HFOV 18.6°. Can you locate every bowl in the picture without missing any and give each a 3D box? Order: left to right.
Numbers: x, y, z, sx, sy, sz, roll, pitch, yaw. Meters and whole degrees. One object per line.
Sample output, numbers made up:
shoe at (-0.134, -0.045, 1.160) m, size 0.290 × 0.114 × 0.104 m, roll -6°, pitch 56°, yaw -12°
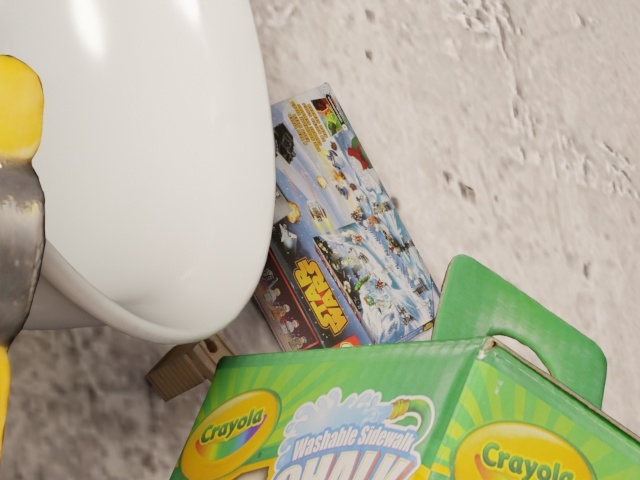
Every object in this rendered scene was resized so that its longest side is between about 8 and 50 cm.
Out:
bowl at (-0.138, -0.090, 0.722) m, size 0.298 × 0.134 × 0.298 m, roll -16°, pitch 90°, yaw -71°

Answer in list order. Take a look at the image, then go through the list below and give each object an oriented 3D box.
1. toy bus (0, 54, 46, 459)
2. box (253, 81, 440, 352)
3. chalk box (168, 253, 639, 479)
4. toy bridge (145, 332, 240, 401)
toy bus at (-0.154, 0.110, 0.543) m, size 0.108 × 0.130 × 0.333 m, roll 7°, pitch 87°, yaw -17°
box at (0.000, 0.000, 0.924) m, size 0.094 × 0.027 × 0.137 m, roll -25°, pitch 87°, yaw -49°
chalk box at (0.042, 0.147, 0.714) m, size 0.180 × 0.179 × 0.289 m, roll 33°, pitch 69°, yaw -26°
toy bridge at (0.003, 0.116, 0.839) m, size 0.188 × 0.063 × 0.026 m, roll 54°, pitch 43°, yaw -6°
